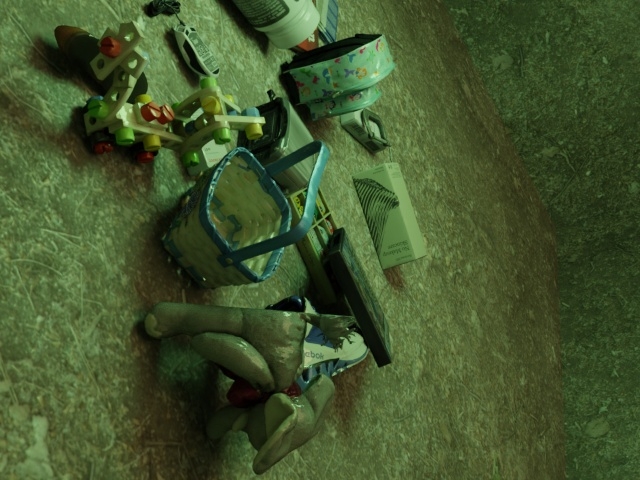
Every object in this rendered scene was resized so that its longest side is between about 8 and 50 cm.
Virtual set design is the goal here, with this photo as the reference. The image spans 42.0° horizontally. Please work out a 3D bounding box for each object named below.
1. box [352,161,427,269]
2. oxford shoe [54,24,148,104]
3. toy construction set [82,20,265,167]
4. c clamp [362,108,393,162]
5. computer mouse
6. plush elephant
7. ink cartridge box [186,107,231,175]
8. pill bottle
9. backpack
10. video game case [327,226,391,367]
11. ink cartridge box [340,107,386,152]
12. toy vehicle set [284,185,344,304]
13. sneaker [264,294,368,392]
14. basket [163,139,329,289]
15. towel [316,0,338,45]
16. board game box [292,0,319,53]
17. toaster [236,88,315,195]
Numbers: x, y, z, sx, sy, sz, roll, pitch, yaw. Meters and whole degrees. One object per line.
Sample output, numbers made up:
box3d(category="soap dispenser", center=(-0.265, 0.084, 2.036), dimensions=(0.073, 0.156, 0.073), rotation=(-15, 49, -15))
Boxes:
box3d(category="box", center=(0.190, -0.068, 2.274), dimensions=(0.094, 0.113, 0.275), rotation=(-13, 83, -63))
box3d(category="oxford shoe", center=(-0.370, -0.304, 1.422), dimensions=(0.076, 0.076, 0.212), rotation=(39, -2, 31))
box3d(category="toy construction set", center=(-0.266, -0.221, 1.391), dimensions=(0.328, 0.215, 0.151), rotation=(31, 46, -52))
box3d(category="c clamp", center=(0.164, -0.304, 2.359), dimensions=(0.161, 0.022, 0.137), rotation=(21, 56, -57))
box3d(category="computer mouse", center=(-0.275, -0.405, 1.693), dimensions=(0.193, 0.042, 0.106), rotation=(58, 24, -13))
box3d(category="plush elephant", center=(-0.099, 0.242, 1.385), dimensions=(0.272, 0.330, 0.255), rotation=(17, 77, -67))
box3d(category="ink cartridge box", center=(-0.232, -0.192, 1.619), dimensions=(0.088, 0.052, 0.122), rotation=(-20, 93, -64))
box3d(category="pill bottle", center=(-0.133, -0.594, 1.946), dimensions=(0.283, 0.161, 0.161), rotation=(47, 35, -40))
box3d(category="backpack", center=(0.060, -0.419, 2.095), dimensions=(0.191, 0.254, 0.225), rotation=(64, 27, -14))
box3d(category="video game case", center=(0.091, 0.120, 1.876), dimensions=(0.248, 0.035, 0.274), rotation=(-74, 140, -77))
box3d(category="ink cartridge box", center=(0.117, -0.394, 2.411), dimensions=(0.189, 0.066, 0.232), rotation=(34, 49, -50))
box3d(category="toy vehicle set", center=(0.000, 0.000, 1.951), dimensions=(0.266, 0.035, 0.166), rotation=(66, 27, -11))
box3d(category="sneaker", center=(-0.016, 0.189, 1.697), dimensions=(0.315, 0.128, 0.182), rotation=(-24, 96, -62))
box3d(category="basket", center=(-0.121, -0.047, 1.468), dimensions=(0.201, 0.289, 0.254), rotation=(55, 30, -29))
box3d(category="towel", center=(-0.035, -0.708, 2.348), dimensions=(0.285, 0.034, 0.209), rotation=(47, 36, -40))
box3d(category="board game box", center=(-0.061, -0.632, 2.202), dimensions=(0.145, 0.027, 0.281), rotation=(14, 69, -54))
box3d(category="toaster", center=(-0.093, -0.202, 1.811), dimensions=(0.146, 0.129, 0.227), rotation=(49, 31, -44))
